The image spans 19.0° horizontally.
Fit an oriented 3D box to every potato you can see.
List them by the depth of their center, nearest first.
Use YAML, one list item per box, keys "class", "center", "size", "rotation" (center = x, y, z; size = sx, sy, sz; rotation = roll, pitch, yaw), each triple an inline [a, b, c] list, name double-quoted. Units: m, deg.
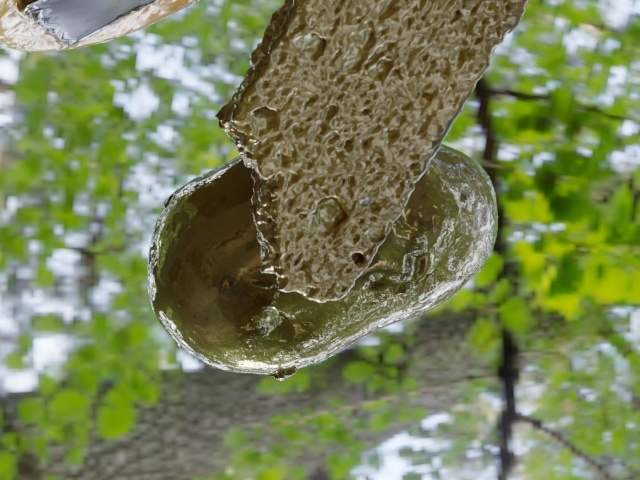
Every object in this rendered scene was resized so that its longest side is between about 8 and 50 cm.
- class: "potato"
  center: [0.000, 0.000, 1.378]
  size: [0.262, 0.165, 0.165]
  rotation: [-23, -107, -1]

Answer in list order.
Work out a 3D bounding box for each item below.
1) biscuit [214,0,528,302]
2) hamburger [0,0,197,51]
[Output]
- class: "biscuit"
  center: [0.015, -0.075, 1.011]
  size: [0.237, 0.131, 0.026]
  rotation: [-59, -144, 22]
- class: "hamburger"
  center: [-0.154, -0.262, 1.362]
  size: [0.302, 0.302, 0.170]
  rotation: [-32, -101, 31]
